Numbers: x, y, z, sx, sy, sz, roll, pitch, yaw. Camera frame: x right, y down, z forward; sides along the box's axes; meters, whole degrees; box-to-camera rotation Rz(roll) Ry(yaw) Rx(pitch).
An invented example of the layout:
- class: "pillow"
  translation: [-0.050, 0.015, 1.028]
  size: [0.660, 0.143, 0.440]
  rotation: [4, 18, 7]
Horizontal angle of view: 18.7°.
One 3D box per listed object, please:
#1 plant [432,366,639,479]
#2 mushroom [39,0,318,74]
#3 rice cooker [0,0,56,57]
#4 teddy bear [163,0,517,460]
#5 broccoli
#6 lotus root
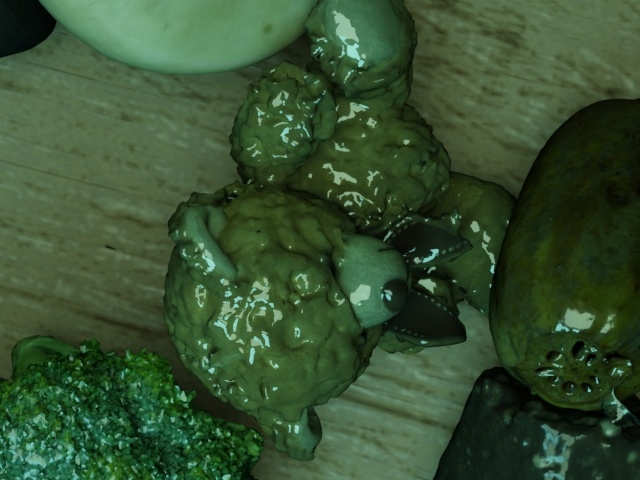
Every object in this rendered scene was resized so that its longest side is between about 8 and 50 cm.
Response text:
- class: "plant"
  translation: [0.140, 0.223, 1.272]
  size: [0.146, 0.149, 0.274]
  rotation: [11, 100, -24]
- class: "mushroom"
  translation: [-0.081, -0.226, 1.212]
  size: [0.246, 0.202, 0.246]
  rotation: [4, 82, -28]
- class: "rice cooker"
  translation: [-0.245, -0.213, 1.274]
  size: [0.118, 0.142, 0.203]
  rotation: [-20, 88, 15]
- class: "teddy bear"
  translation: [0.000, 0.000, 1.220]
  size: [0.156, 0.256, 0.267]
  rotation: [-11, 123, 34]
- class: "broccoli"
  translation: [-0.163, 0.164, 1.241]
  size: [0.261, 0.241, 0.269]
  rotation: [15, 118, -13]
- class: "lotus root"
  translation: [0.179, 0.004, 1.232]
  size: [0.123, 0.241, 0.124]
  rotation: [4, 134, 20]
